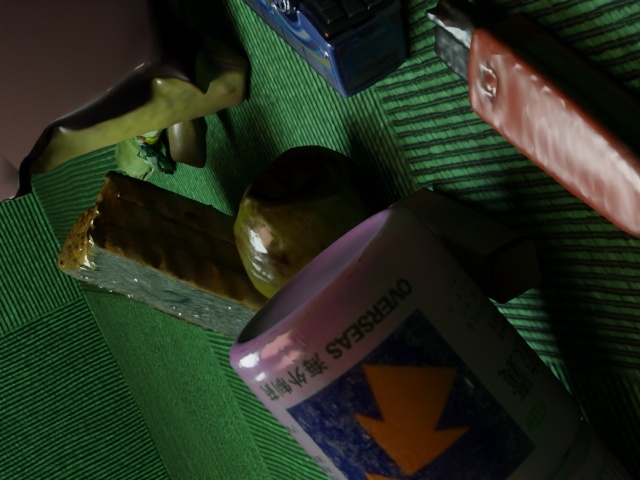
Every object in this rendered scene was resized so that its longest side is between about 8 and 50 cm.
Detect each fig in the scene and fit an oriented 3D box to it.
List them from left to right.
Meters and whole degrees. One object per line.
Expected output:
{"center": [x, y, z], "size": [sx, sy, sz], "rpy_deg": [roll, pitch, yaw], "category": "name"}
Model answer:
{"center": [0.000, 0.000, 1.175], "size": [0.165, 0.144, 0.154], "rpy_deg": [50, 159, -3], "category": "fig"}

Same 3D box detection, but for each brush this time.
{"center": [0.167, -0.063, 0.787], "size": [0.323, 0.051, 0.070], "rpy_deg": [50, 151, 42], "category": "brush"}

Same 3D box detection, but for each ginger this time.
{"center": [-0.290, -0.226, 1.427], "size": [0.413, 0.358, 0.211], "rpy_deg": [45, -163, 8], "category": "ginger"}

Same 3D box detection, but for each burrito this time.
{"center": [-0.234, -0.139, 1.746], "size": [0.104, 0.054, 0.288], "rpy_deg": [58, 159, 11], "category": "burrito"}

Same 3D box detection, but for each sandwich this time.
{"center": [-0.150, 0.032, 1.476], "size": [0.271, 0.099, 0.301], "rpy_deg": [27, 165, -12], "category": "sandwich"}

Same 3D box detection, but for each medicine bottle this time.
{"center": [0.087, 0.134, 0.961], "size": [0.290, 0.178, 0.178], "rpy_deg": [50, 162, -5], "category": "medicine bottle"}

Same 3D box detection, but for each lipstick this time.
{"center": [0.111, 0.001, 1.019], "size": [0.145, 0.045, 0.045], "rpy_deg": [32, 146, 56], "category": "lipstick"}

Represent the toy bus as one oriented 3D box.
{"center": [-0.025, -0.209, 1.046], "size": [0.236, 0.079, 0.094], "rpy_deg": [48, 158, 39], "category": "toy bus"}
